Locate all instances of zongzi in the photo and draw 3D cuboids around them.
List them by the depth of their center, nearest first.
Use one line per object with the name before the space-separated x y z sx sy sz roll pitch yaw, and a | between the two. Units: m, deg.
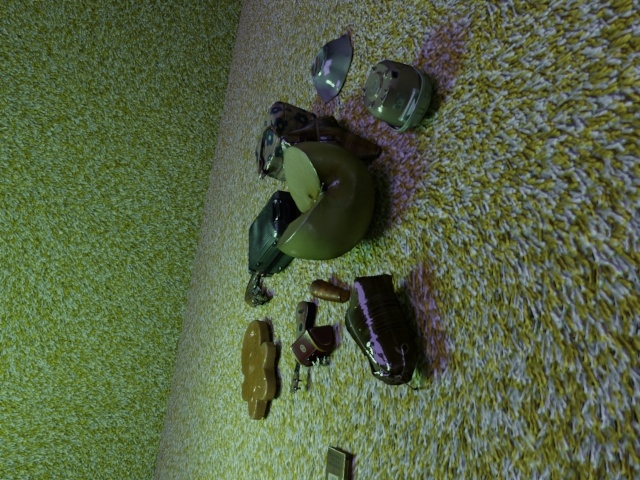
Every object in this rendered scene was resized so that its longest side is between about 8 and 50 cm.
zongzi | 0.121 0.232 1.087 0.241 0.111 0.248 103 157 -50
zongzi | 0.060 -0.287 1.452 0.286 0.288 0.134 -56 -40 -55

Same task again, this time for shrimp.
shrimp | -0.240 0.175 1.943 0.253 0.058 0.173 -10 62 66

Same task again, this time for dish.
dish | 0.020 -0.581 1.678 0.229 0.081 0.229 -40 44 55

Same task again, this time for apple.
apple | 0.015 -0.091 1.279 0.258 0.233 0.295 118 154 -66

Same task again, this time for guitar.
guitar | -0.054 0.312 1.477 0.084 0.038 0.271 -31 49 59

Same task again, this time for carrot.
carrot | 0.024 0.141 1.377 0.161 0.055 0.055 10 89 59

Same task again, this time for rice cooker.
rice cooker | 0.175 -0.341 1.173 0.206 0.127 0.145 -103 32 -58

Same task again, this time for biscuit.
biscuit | -0.217 0.439 1.766 0.275 0.052 0.355 -65 26 27

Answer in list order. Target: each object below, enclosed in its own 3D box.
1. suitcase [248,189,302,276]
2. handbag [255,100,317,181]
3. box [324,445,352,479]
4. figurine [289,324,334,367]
suitcase | -0.153 -0.019 1.739 0.312 0.128 0.202 -49 37 48
handbag | -0.117 -0.312 1.707 0.193 0.190 0.251 -90 22 -52
box | 0.040 0.561 1.180 0.090 0.023 0.133 156 122 -63
figurine | -0.018 0.306 1.379 0.154 0.082 0.098 -54 53 43
